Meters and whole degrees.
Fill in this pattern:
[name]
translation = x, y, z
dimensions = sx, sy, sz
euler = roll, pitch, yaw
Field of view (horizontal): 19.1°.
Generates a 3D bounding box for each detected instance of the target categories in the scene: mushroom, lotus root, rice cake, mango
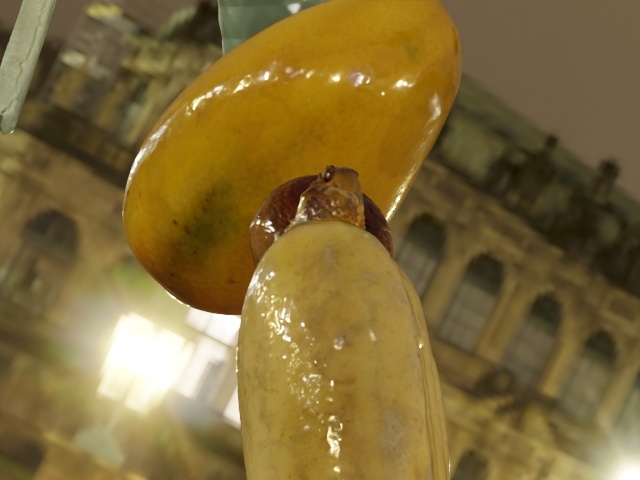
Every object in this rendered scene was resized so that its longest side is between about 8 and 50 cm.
[mushroom]
translation = 0.000, 0.000, 1.578
dimensions = 0.123, 0.123, 0.052
euler = 24, -21, 18
[lotus root]
translation = 0.010, 0.105, 1.408
dimensions = 0.151, 0.343, 0.169
euler = -12, -20, 11
[rice cake]
translation = -0.255, -0.166, 1.642
dimensions = 0.029, 0.171, 0.033
euler = 12, -33, 2
[mango]
translation = -0.025, -0.091, 1.960
dimensions = 0.300, 0.445, 0.232
euler = -3, 60, -45

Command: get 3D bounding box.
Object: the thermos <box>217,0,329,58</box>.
[thermos]
translation = -0.054, -0.184, 2.217
dimensions = 0.182, 0.287, 0.145
euler = 2, 14, 25
